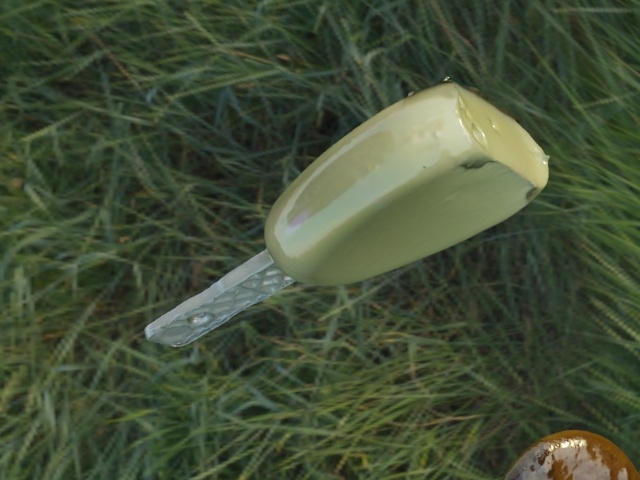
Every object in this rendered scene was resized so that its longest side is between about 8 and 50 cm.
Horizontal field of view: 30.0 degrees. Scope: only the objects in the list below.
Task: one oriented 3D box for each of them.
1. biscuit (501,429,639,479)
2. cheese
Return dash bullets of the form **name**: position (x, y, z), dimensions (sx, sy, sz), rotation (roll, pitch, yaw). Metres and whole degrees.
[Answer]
- **biscuit**: position (0.289, 0.322, 1.367), dimensions (0.036, 0.212, 0.212), rotation (-177, 91, -68)
- **cheese**: position (0.000, 0.000, 0.672), dimensions (0.251, 0.127, 0.054), rotation (-32, 63, 25)
